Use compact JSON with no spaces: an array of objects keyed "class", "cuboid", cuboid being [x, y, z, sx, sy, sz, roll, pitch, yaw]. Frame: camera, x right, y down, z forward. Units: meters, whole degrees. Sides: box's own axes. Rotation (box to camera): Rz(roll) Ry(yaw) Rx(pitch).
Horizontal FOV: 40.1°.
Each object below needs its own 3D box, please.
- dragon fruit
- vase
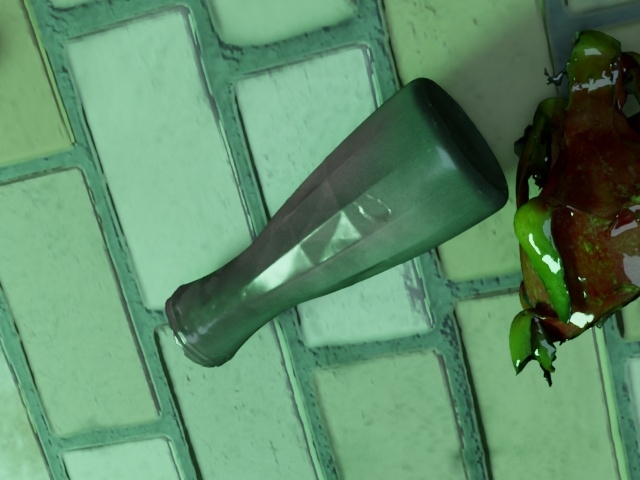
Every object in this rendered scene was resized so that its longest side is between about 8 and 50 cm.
[{"class":"dragon fruit","cuboid":[0.153,-0.020,0.470,0.138,0.142,0.175,-36,63,53]},{"class":"vase","cuboid":[0.000,0.000,0.518,0.214,0.086,0.086,-35,98,23]}]
